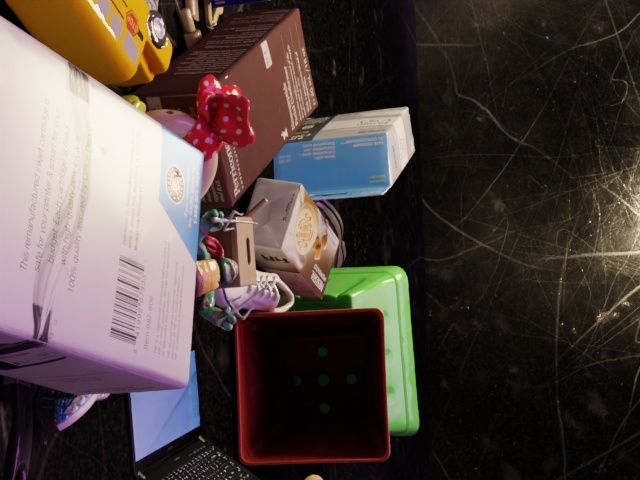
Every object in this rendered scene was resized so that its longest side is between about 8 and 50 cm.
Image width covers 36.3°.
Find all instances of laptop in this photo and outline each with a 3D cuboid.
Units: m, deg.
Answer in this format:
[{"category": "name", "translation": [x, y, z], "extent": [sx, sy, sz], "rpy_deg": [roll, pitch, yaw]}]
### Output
[{"category": "laptop", "translation": [-0.167, 0.298, 1.459], "extent": [0.137, 0.264, 0.234], "rpy_deg": [-59, 167, 12]}]

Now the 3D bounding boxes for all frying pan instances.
[{"category": "frying pan", "translation": [-0.326, 0.130, 1.129], "extent": [0.197, 0.053, 0.326], "rpy_deg": [1, 86, -71]}]

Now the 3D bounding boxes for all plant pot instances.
[{"category": "plant pot", "translation": [-0.005, 0.266, 1.826], "extent": [0.236, 0.267, 0.267], "rpy_deg": [40, 48, -83]}]

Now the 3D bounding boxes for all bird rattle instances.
[{"category": "bird rattle", "translation": [-0.212, -0.125, 1.336], "extent": [0.253, 0.143, 0.207], "rpy_deg": [-11, 129, -37]}]

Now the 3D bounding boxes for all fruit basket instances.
[{"category": "fruit basket", "translation": [0.093, 0.238, 2.148], "extent": [0.392, 0.282, 0.392], "rpy_deg": [6, 83, -55]}]

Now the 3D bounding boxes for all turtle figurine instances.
[{"category": "turtle figurine", "translation": [-0.180, 0.056, 1.433], "extent": [0.234, 0.118, 0.175], "rpy_deg": [-17, 85, -42]}]

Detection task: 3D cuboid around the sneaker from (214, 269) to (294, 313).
[{"category": "sneaker", "translation": [-0.119, 0.079, 1.734], "extent": [0.258, 0.091, 0.094], "rpy_deg": [27, 60, -70]}]

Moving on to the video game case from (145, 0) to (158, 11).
[{"category": "video game case", "translation": [-0.284, -0.388, 1.381], "extent": [0.212, 0.023, 0.193], "rpy_deg": [63, 19, -51]}]

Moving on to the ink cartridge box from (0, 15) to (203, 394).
[{"category": "ink cartridge box", "translation": [-0.298, -0.023, 0.972], "extent": [0.395, 0.166, 0.286], "rpy_deg": [34, 52, -56]}]

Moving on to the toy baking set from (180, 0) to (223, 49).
[{"category": "toy baking set", "translation": [-0.185, -0.337, 1.719], "extent": [0.197, 0.030, 0.256], "rpy_deg": [-62, 144, -59]}]

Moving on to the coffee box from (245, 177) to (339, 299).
[{"category": "coffee box", "translation": [-0.058, 0.001, 1.899], "extent": [0.246, 0.098, 0.141], "rpy_deg": [56, 47, -58]}]

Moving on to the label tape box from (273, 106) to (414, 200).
[{"category": "label tape box", "translation": [0.042, -0.181, 2.043], "extent": [0.348, 0.249, 0.115], "rpy_deg": [-49, 133, -66]}]

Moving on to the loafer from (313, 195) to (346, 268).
[{"category": "loafer", "translation": [0.000, 0.000, 2.141], "extent": [0.267, 0.096, 0.084], "rpy_deg": [68, 37, -54]}]

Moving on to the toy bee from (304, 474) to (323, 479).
[{"category": "toy bee", "translation": [-0.010, 0.567, 1.937], "extent": [0.298, 0.162, 0.195], "rpy_deg": [114, -31, -73]}]

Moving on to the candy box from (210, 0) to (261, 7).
[{"category": "candy box", "translation": [-0.152, -0.610, 1.714], "extent": [0.268, 0.122, 0.317], "rpy_deg": [-76, 158, -55]}]

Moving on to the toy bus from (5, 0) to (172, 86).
[{"category": "toy bus", "translation": [-0.303, -0.303, 1.205], "extent": [0.333, 0.108, 0.130], "rpy_deg": [61, 31, -54]}]

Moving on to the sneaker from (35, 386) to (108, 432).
[{"category": "sneaker", "translation": [-0.289, 0.180, 1.219], "extent": [0.191, 0.071, 0.083], "rpy_deg": [-68, 155, -54]}]

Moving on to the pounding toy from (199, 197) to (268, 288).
[{"category": "pounding toy", "translation": [-0.156, 0.005, 1.570], "extent": [0.100, 0.130, 0.141], "rpy_deg": [-2, 88, -73]}]

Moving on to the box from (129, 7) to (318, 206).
[{"category": "box", "translation": [-0.143, -0.226, 1.583], "extent": [0.381, 0.143, 0.191], "rpy_deg": [-55, 141, -50]}]
